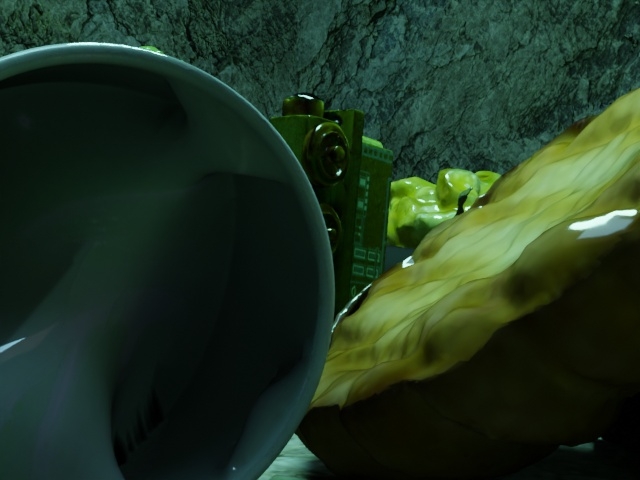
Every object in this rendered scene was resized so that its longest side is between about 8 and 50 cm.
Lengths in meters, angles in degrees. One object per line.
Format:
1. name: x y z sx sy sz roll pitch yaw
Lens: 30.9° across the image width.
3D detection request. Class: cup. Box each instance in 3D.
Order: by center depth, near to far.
1. cup: -0.156 0.016 0.615 0.212 0.212 0.317 1 3 -26

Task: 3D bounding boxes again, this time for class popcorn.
1. popcorn: 0.185 0.006 1.374 0.286 0.174 0.225 1 -4 -27

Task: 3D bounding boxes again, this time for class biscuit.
1. biscuit: 0.127 0.019 0.615 0.326 0.107 0.326 -39 7 5

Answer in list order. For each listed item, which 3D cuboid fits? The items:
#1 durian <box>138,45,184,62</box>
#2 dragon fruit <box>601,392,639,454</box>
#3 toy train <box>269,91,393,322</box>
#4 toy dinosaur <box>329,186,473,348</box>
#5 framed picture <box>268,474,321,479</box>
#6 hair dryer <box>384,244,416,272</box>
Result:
1. durian: -0.184 -0.003 0.938 0.340 0.204 0.256 -22 -24 24
2. dragon fruit: 0.302 0.032 0.629 0.152 0.317 0.205 27 14 -8
3. toy train: 0.000 0.000 0.926 0.090 0.225 0.137 3 -4 38
4. toy dinosaur: 0.133 0.050 0.851 0.327 0.206 0.113 4 33 -33
5. framed picture: 0.038 0.133 0.391 0.211 0.020 0.289 3 3 16
6. hair dryer: 0.070 0.071 1.099 0.251 0.089 0.197 -14 16 -43
